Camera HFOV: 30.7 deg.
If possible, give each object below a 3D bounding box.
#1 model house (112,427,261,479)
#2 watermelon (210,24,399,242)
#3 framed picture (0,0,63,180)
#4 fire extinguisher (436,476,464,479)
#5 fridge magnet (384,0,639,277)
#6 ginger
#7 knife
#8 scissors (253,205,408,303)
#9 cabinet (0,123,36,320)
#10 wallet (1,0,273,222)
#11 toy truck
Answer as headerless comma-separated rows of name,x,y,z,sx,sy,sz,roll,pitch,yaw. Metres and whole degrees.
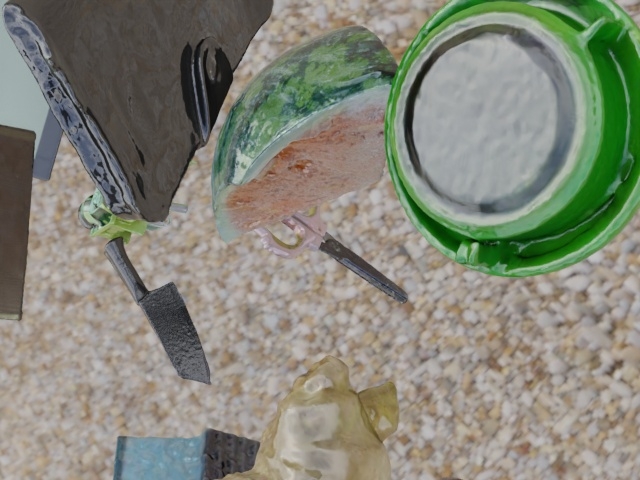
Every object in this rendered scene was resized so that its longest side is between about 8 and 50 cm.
model house,-0.129,0.463,1.736,0.339,0.360,0.297,-6,130,1
watermelon,-0.025,-0.115,1.266,0.260,0.256,0.176,-23,104,6
framed picture,-0.487,-0.267,1.726,0.265,0.016,0.347,13,117,-18
fire extinguisher,-0.014,0.270,0.857,0.105,0.341,0.141,55,134,25
fridge magnet,0.130,-0.078,0.791,0.208,0.088,0.208,-1,89,36
ginger,-0.018,0.157,0.440,0.074,0.137,0.213,17,115,45
knife,-0.203,0.090,1.511,0.230,0.060,0.028,58,164,12
scissors,0.000,0.000,1.676,0.317,0.160,0.024,36,133,-13
cabinet,-0.382,-0.024,1.001,0.148,0.215,0.175,1,86,36
wallet,-0.128,-0.177,0.921,0.051,0.377,0.197,-13,122,22
toy truck,-0.236,-0.122,1.624,0.128,0.135,0.259,-23,55,61
